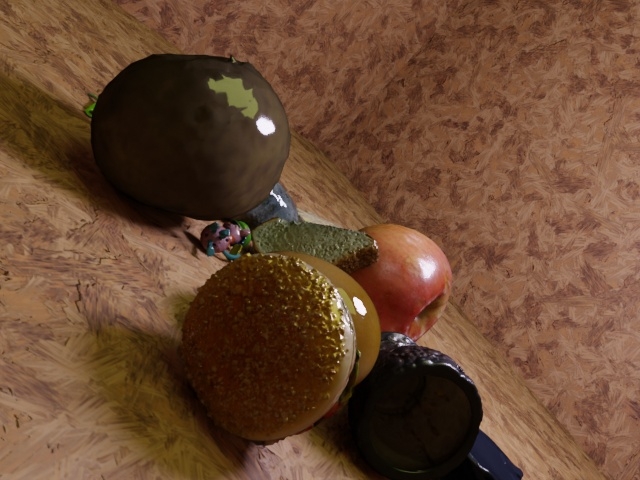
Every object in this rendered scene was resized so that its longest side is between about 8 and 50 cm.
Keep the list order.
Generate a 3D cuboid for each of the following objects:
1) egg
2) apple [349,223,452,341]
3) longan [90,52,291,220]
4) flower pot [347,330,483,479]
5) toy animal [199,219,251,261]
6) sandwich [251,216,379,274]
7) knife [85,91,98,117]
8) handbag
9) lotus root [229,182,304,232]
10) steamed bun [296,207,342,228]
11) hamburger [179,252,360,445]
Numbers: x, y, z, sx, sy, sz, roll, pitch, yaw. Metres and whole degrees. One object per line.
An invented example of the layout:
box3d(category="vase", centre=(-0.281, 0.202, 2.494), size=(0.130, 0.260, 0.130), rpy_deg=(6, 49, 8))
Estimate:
box3d(category="egg", centre=(-0.033, 0.156, 1.197), size=(0.322, 0.250, 0.250), rpy_deg=(40, 12, 14))
box3d(category="apple", centre=(0.185, 0.122, 1.747), size=(0.364, 0.364, 0.364), rpy_deg=(41, 13, -12))
box3d(category="longan", centre=(-0.272, -0.238, 1.378), size=(0.404, 0.404, 0.436), rpy_deg=(49, 11, 23))
box3d(category="flower pot", centre=(0.170, 0.326, 1.300), size=(0.266, 0.266, 0.267), rpy_deg=(40, 2, -17))
box3d(category="toy animal", centre=(-0.226, 0.002, 1.472), size=(0.208, 0.100, 0.103), rpy_deg=(-1, 68, -83))
box3d(category="sandwich", centre=(-0.025, 0.016, 1.599), size=(0.254, 0.288, 0.099), rpy_deg=(59, -7, 40))
box3d(category="knife", centre=(-0.594, -0.356, 1.622), size=(0.078, 0.022, 0.166), rpy_deg=(33, 15, -20))
box3d(category="handbag", centre=(0.388, 0.561, 1.460), size=(0.329, 0.122, 0.303), rpy_deg=(40, 9, -20))
box3d(category="lotus root", centre=(-0.176, -0.105, 1.743), size=(0.349, 0.175, 0.175), rpy_deg=(38, 14, -29))
box3d(category="steamed bun", centre=(0.000, 0.000, 1.982), size=(0.295, 0.137, 0.292), rpy_deg=(24, 10, 5))
box3d(category="hamburger", centre=(-0.079, 0.163, 0.970), size=(0.302, 0.302, 0.170), rpy_deg=(47, 6, 14))
